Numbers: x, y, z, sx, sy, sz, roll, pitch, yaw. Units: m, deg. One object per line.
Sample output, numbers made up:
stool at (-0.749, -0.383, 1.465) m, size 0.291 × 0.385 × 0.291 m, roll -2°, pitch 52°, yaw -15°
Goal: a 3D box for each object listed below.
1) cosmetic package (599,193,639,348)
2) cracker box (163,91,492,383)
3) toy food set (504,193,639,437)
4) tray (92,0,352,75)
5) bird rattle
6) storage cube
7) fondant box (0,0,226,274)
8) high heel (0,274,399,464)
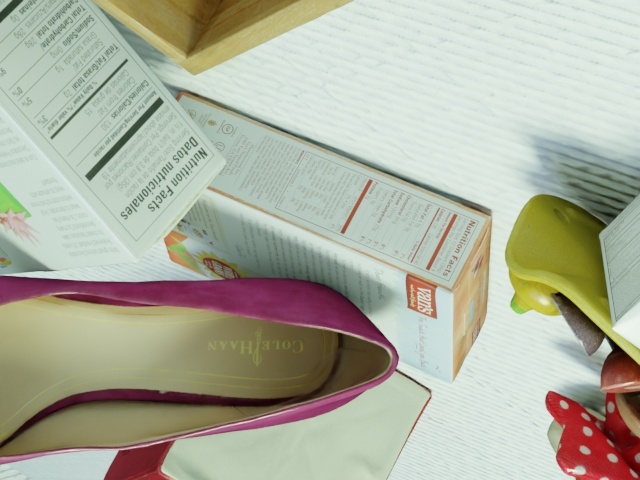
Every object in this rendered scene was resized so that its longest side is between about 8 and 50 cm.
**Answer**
cosmetic package at (0.264, 0.069, 0.952) m, size 0.239 × 0.099 × 0.060 m, roll 34°, pitch 120°, yaw -15°
cracker box at (0.000, 0.000, 1.173) m, size 0.232 × 0.067 × 0.156 m, roll 24°, pitch 158°, yaw 14°
toy food set at (0.180, 0.072, 0.987) m, size 0.218 × 0.071 × 0.128 m, roll 44°, pitch -156°, yaw 5°
tray at (-0.031, -0.198, 0.747) m, size 0.203 × 0.076 × 0.411 m, roll 36°, pitch 159°, yaw -21°
bird rattle at (0.235, 0.193, 1.267) m, size 0.253 × 0.143 × 0.207 m, roll 39°, pitch 173°, yaw -20°
storage cube at (-0.052, 0.176, 1.482) m, size 0.215 × 0.184 × 0.193 m, roll 32°, pitch 158°, yaw -11°
fondant box at (-0.243, -0.127, 1.056) m, size 0.330 × 0.096 × 0.238 m, roll 51°, pitch 152°, yaw -21°
high heel at (-0.143, 0.079, 1.068) m, size 0.377 × 0.127 × 0.181 m, roll -12°, pitch -172°, yaw -31°
